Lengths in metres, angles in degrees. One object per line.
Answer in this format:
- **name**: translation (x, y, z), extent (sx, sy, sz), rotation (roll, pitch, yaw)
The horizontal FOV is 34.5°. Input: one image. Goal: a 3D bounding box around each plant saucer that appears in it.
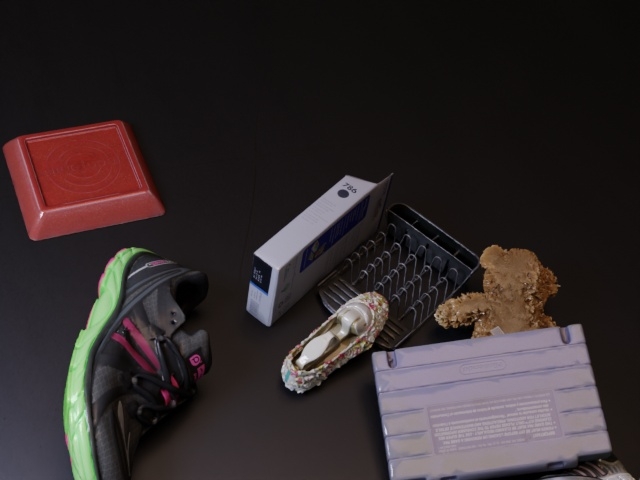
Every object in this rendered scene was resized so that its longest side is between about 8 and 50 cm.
- **plant saucer**: translation (-0.454, -0.132, 1.970), extent (0.258, 0.048, 0.259), rotation (-13, 54, -20)

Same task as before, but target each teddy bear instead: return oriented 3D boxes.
- **teddy bear**: translation (0.328, 0.177, 1.827), extent (0.245, 0.113, 0.338), rotation (-5, 58, -6)

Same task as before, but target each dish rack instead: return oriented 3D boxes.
- **dish rack**: translation (0.137, 0.069, 1.890), extent (0.208, 0.074, 0.271), rotation (37, 53, 21)

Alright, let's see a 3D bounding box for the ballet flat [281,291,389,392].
- **ballet flat**: translation (0.031, 0.166, 1.749), extent (0.091, 0.077, 0.241), rotation (39, 68, 20)

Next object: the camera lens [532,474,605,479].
- **camera lens**: translation (0.358, 0.491, 1.468), extent (0.219, 0.219, 0.274), rotation (4, 49, -7)

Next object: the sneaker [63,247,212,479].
- **sneaker**: translation (-0.278, 0.202, 1.624), extent (0.202, 0.185, 0.483), rotation (7, 50, 1)

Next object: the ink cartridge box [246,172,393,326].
- **ink cartridge box**: translation (0.000, 0.000, 1.863), extent (0.065, 0.165, 0.332), rotation (35, 52, 21)

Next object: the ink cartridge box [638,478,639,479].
- **ink cartridge box**: translation (0.578, 0.364, 1.639), extent (0.255, 0.189, 0.097), rotation (-3, 51, -13)

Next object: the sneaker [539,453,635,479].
- **sneaker**: translation (0.425, 0.384, 1.681), extent (0.170, 0.063, 0.075), rotation (-4, 44, -13)

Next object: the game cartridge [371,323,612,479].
- **game cartridge**: translation (0.273, 0.271, 1.679), extent (0.355, 0.068, 0.230), rotation (-8, 69, 1)
